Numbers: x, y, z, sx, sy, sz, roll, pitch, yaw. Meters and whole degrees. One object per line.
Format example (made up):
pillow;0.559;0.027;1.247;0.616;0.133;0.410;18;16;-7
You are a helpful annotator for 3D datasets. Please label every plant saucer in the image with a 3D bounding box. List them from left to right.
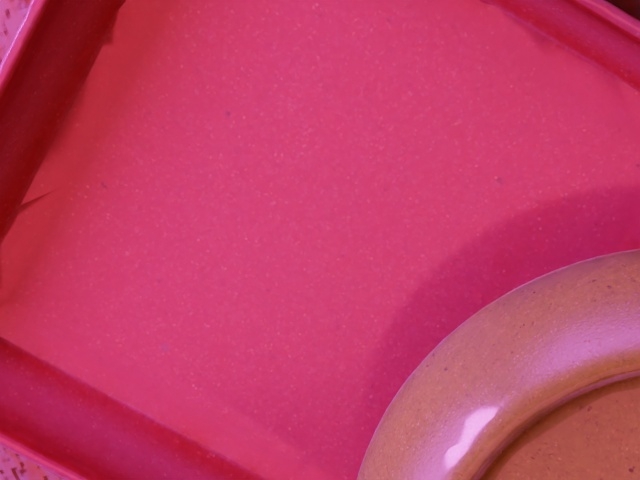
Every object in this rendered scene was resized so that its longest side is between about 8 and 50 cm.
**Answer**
plant saucer;0.000;0.000;0.498;0.259;0.048;0.258;29;109;-7
plant saucer;0.127;0.123;0.467;0.241;0.037;0.241;1;101;7
